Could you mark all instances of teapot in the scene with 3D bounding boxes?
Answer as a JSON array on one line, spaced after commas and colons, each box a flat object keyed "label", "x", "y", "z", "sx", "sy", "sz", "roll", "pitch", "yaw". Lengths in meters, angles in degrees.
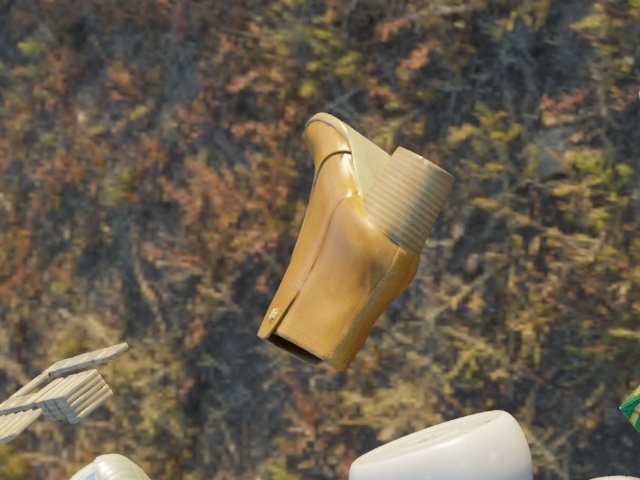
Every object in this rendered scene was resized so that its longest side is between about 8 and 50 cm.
[{"label": "teapot", "x": 0.168, "y": 0.337, "z": 1.736, "sx": 0.252, "sy": 0.256, "sz": 0.187, "roll": -23, "pitch": 86, "yaw": 61}]

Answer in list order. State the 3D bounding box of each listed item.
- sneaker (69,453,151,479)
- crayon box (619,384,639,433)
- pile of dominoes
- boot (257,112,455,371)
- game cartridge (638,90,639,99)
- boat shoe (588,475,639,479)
[{"label": "sneaker", "x": -0.102, "y": 0.249, "z": 1.017, "sx": 0.086, "sy": 0.237, "sz": 0.085, "roll": -43, "pitch": 22, "yaw": 12}, {"label": "crayon box", "x": 0.545, "y": 0.212, "z": 1.863, "sx": 0.165, "sy": 0.278, "sz": 0.081, "roll": 51, "pitch": 136, "yaw": 5}, {"label": "pile of dominoes", "x": -0.345, "y": 0.209, "z": 1.694, "sx": 0.040, "sy": 0.196, "sz": 0.251, "roll": 57, "pitch": 147, "yaw": -9}, {"label": "boot", "x": 0.001, "y": 0.001, "z": 1.262, "sx": 0.211, "sy": 0.104, "sz": 0.295, "roll": -57, "pitch": 23, "yaw": 0}, {"label": "game cartridge", "x": 0.452, "y": -0.091, "z": 1.721, "sx": 0.060, "sy": 0.294, "sz": 0.196, "roll": -17, "pitch": 97, "yaw": 14}, {"label": "boat shoe", "x": 0.325, "y": 0.414, "z": 1.786, "sx": 0.324, "sy": 0.123, "sz": 0.116, "roll": -38, "pitch": 13, "yaw": 39}]
